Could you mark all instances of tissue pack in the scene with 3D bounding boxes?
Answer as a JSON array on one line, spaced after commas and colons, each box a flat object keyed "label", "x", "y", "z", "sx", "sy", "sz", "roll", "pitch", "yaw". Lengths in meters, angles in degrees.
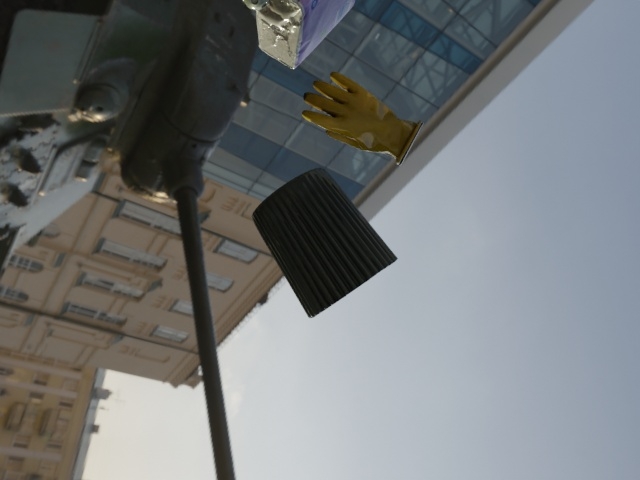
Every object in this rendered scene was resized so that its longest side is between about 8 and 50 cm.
[{"label": "tissue pack", "x": -0.031, "y": -0.683, "z": 1.517, "sx": 0.338, "sy": 0.160, "sz": 0.242, "roll": -53, "pitch": 171, "yaw": -25}]

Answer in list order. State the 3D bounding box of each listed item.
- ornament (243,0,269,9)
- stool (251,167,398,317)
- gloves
[{"label": "ornament", "x": -0.171, "y": -0.609, "z": 1.244, "sx": 0.075, "sy": 0.156, "sz": 0.081, "roll": -39, "pitch": -141, "yaw": -5}, {"label": "stool", "x": 0.000, "y": 0.000, "z": 1.496, "sx": 0.297, "sy": 0.330, "sz": 0.297, "roll": -34, "pitch": 176, "yaw": -3}, {"label": "gloves", "x": 0.094, "y": -0.302, "z": 1.321, "sx": 0.133, "sy": 0.295, "sz": 0.116, "roll": -62, "pitch": 176, "yaw": -2}]
